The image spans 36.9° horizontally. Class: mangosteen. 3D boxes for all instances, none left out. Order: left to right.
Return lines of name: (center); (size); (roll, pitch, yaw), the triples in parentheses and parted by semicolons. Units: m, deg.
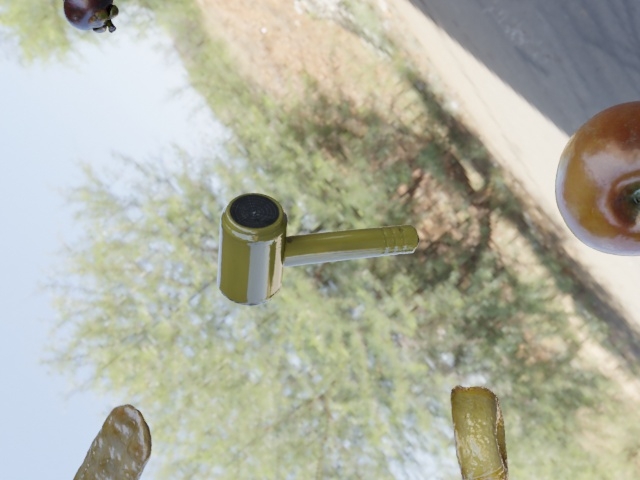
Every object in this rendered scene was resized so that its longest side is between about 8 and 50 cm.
mangosteen: (-0.333, -0.343, 1.392); (0.081, 0.081, 0.081); (50, -176, -5)

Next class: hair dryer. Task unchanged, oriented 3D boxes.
hair dryer: (0.000, 0.000, 1.301); (0.090, 0.278, 0.135); (-110, 20, -44)

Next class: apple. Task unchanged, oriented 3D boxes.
apple: (0.480, -0.086, 1.442); (0.253, 0.253, 0.253); (50, -176, -5)

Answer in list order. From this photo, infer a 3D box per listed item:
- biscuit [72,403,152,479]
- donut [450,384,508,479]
biscuit: (-0.192, 0.212, 0.857); (0.018, 0.147, 0.071); (11, -155, -48)
donut: (0.236, 0.294, 1.416); (0.190, 0.074, 0.174); (66, -158, -62)
